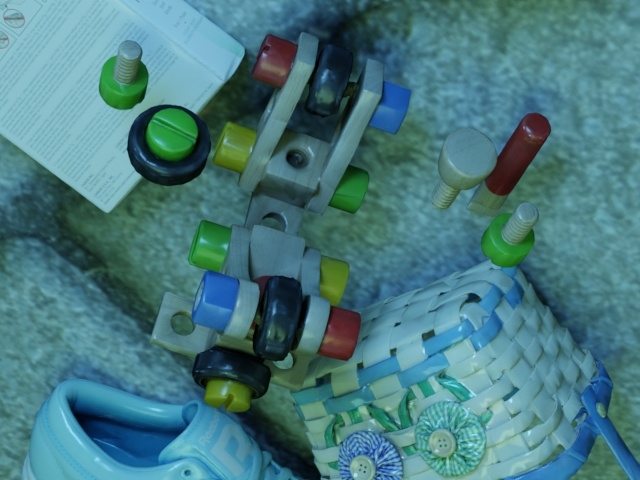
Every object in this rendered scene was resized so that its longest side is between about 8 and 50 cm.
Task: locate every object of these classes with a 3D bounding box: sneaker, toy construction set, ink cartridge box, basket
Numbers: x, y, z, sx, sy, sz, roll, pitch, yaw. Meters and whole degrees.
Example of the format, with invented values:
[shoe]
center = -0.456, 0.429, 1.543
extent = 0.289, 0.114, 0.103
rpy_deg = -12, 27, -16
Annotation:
[sneaker]
center = -0.086, 0.222, 1.701
extent = 0.366, 0.135, 0.150
rpy_deg = 16, 134, 2
[toy construction set]
center = 0.000, 0.000, 1.457
extent = 0.309, 0.257, 0.237
rpy_deg = -7, 156, -17
[ink cartridge box]
center = -0.198, -0.147, 1.492
extent = 0.225, 0.056, 0.181
rpy_deg = 39, 129, -9
[basket]
center = 0.122, 0.179, 1.559
extent = 0.255, 0.201, 0.289
rpy_deg = -25, 108, 30
